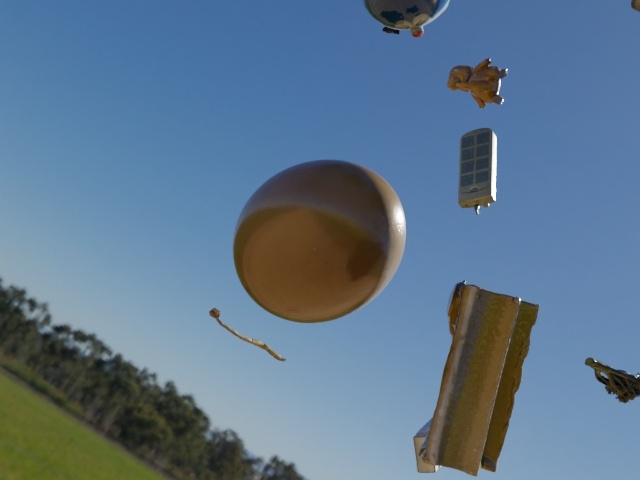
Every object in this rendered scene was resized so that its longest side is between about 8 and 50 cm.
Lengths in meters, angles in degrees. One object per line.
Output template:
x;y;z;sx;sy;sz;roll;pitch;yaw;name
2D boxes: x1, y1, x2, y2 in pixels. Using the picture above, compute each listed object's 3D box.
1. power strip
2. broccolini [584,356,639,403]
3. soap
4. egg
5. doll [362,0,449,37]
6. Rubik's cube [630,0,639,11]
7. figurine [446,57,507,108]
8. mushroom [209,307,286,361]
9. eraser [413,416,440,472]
0.341;-0.153;1.910;0.080;0.227;0.029;-11;-36;28;power strip
0.672;0.302;2.010;0.091;0.068;0.202;-21;-50;38;broccolini
0.245;0.213;1.391;0.143;0.281;0.259;16;-2;14;soap
0.000;0.000;1.649;0.301;0.301;0.374;40;-43;-23;egg
0.150;-0.474;1.577;0.215;0.257;0.161;-1;-52;10;doll
0.731;-0.523;1.393;0.344;0.343;0.337;20;-43;3;Rubik's cube
0.355;-0.381;2.108;0.122;0.121;0.176;-6;20;-21;figurine
-0.152;0.211;1.870;0.026;0.028;0.286;6;-25;37;mushroom
0.292;0.510;2.226;0.052;0.095;0.225;-8;1;22;eraser
